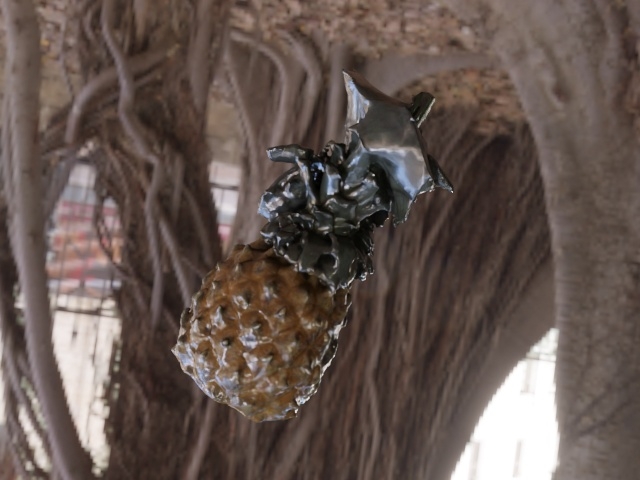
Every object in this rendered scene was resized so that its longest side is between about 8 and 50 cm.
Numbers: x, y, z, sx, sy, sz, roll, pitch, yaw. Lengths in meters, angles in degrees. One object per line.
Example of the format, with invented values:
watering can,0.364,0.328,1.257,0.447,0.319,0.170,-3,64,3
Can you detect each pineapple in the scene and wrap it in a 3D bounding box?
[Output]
pineapple,0.000,0.000,0.705,0.119,0.237,0.111,29,-173,0
